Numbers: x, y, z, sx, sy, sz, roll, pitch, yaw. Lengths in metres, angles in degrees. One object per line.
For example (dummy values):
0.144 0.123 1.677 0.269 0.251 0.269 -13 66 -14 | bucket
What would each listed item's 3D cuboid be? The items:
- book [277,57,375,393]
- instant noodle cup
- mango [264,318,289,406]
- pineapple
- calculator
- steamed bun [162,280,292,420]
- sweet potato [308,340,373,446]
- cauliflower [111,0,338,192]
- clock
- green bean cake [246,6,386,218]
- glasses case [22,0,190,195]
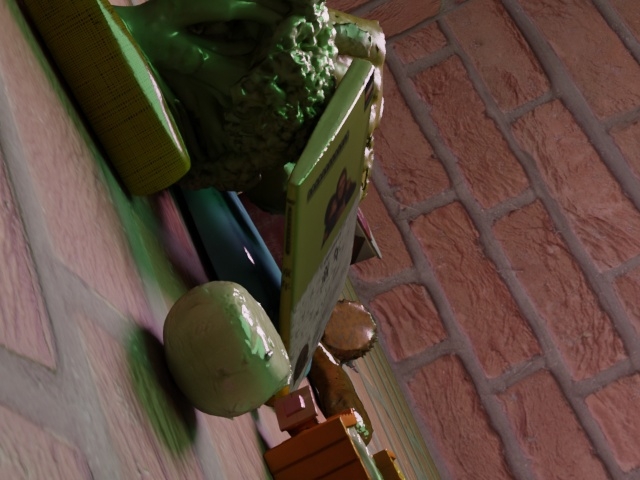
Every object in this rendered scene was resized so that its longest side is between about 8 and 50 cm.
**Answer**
0.000 0.000 1.303 0.239 0.035 0.352 -63 165 -45 | book
-0.024 -0.036 1.915 0.235 0.178 0.235 62 5 -9 | instant noodle cup
-0.066 0.126 1.228 0.079 0.057 0.114 -176 -118 -86 | mango
0.046 0.179 2.085 0.251 0.125 0.125 96 -31 -78 | pineapple
-0.118 -0.008 1.489 0.386 0.054 0.256 61 3 29 | calculator
-0.085 0.092 0.962 0.112 0.091 0.130 60 3 -10 | steamed bun
0.020 0.224 1.686 0.081 0.062 0.233 57 5 -48 | sweet potato
-0.119 -0.207 1.283 0.281 0.327 0.260 35 23 -17 | cauliflower
0.042 0.286 1.212 0.255 0.106 0.220 60 5 -35 | clock
-0.040 -0.167 1.549 0.310 0.202 0.285 14 -84 56 | green bean cake
-0.204 -0.156 1.114 0.234 0.079 0.064 62 -3 -14 | glasses case
